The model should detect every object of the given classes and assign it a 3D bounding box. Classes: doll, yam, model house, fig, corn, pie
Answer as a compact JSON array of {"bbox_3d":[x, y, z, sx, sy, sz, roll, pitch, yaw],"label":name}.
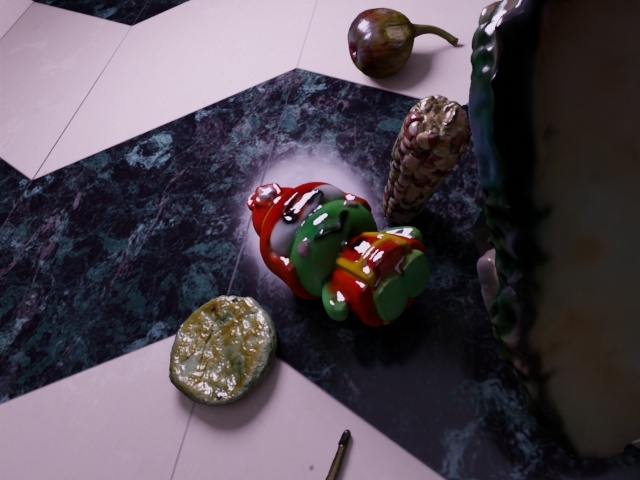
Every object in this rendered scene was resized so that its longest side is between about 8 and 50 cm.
[{"bbox_3d":[0.000,0.000,0.686,0.363,0.160,0.182,34,72,35],"label":"doll"},{"bbox_3d":[0.018,0.303,0.571,0.014,0.014,0.107,13,63,25],"label":"yam"},{"bbox_3d":[0.333,-0.084,0.502,0.395,0.445,0.400,-20,15,11],"label":"model house"},{"bbox_3d":[0.184,-0.438,0.941,0.245,0.149,0.149,-15,54,-7],"label":"fig"},{"bbox_3d":[0.145,-0.101,0.642,0.092,0.280,0.092,0,67,-1],"label":"corn"},{"bbox_3d":[-0.157,0.172,0.696,0.186,0.041,0.187,-9,56,13],"label":"pie"}]

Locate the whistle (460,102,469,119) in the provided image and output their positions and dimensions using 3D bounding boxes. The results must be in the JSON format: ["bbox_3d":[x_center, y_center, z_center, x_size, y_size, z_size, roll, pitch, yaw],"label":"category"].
[{"bbox_3d":[0.403,-0.309,0.821,0.304,0.062,0.062,-33,54,-5],"label":"whistle"}]
